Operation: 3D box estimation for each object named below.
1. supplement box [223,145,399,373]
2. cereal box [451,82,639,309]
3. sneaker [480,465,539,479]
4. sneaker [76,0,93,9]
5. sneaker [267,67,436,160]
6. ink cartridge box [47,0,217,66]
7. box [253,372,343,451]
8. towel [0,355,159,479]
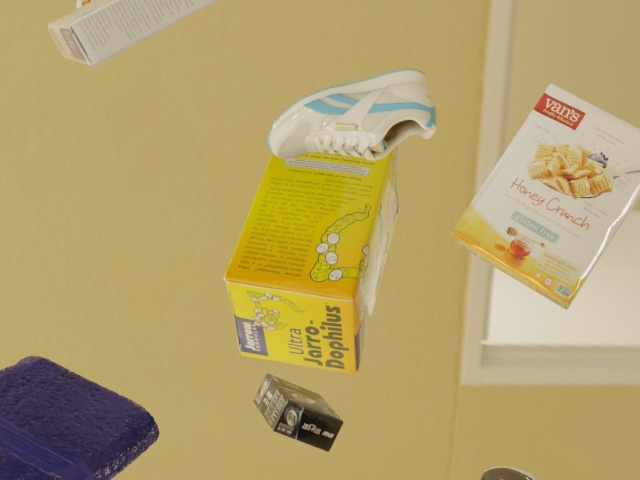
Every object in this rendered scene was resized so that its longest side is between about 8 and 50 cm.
[{"bbox_3d":[0.000,0.000,1.546,0.195,0.194,0.356,8,-129,11],"label":"supplement box"},{"bbox_3d":[0.301,-0.058,1.233,0.173,0.240,0.047,32,174,17],"label":"cereal box"},{"bbox_3d":[0.313,0.451,1.665,0.147,0.104,0.296,24,-173,-22],"label":"sneaker"},{"bbox_3d":[-0.347,-0.474,1.778,0.083,0.215,0.084,26,-148,-52],"label":"sneaker"},{"bbox_3d":[0.040,-0.150,1.292,0.229,0.092,0.087,-18,157,6],"label":"sneaker"},{"bbox_3d":[-0.204,-0.343,1.340,0.330,0.071,0.324,-32,-160,-12],"label":"ink cartridge box"},{"bbox_3d":[-0.052,0.382,2.186,0.147,0.077,0.180,25,-177,-21],"label":"box"},{"bbox_3d":[-0.357,0.250,1.144,0.228,0.076,0.308,24,-157,16],"label":"towel"}]
